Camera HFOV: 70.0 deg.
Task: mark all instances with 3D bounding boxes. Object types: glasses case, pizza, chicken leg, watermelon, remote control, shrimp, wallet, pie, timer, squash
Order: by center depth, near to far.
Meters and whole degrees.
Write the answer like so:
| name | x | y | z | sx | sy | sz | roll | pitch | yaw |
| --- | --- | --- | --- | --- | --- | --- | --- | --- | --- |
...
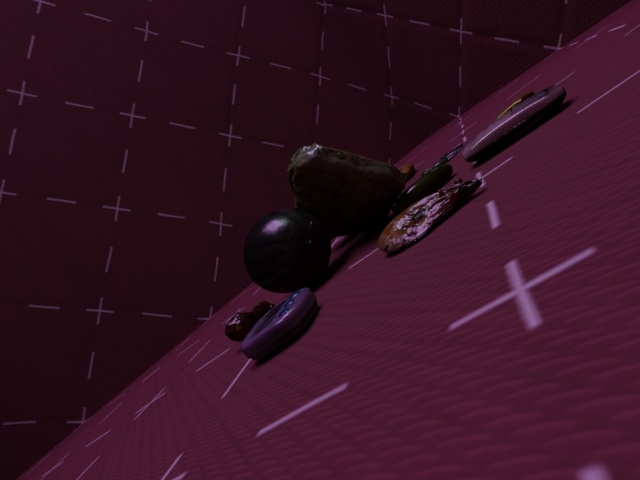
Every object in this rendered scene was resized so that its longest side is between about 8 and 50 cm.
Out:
| name | x | y | z | sx | sy | sz | roll | pitch | yaw |
| --- | --- | --- | --- | --- | --- | --- | --- | --- | --- |
| shrimp | 0.257 | -0.060 | 1.094 | 0.294 | 0.062 | 0.154 | -39 | 17 | 24 |
| timer | -0.098 | 0.204 | 1.127 | 0.190 | 0.069 | 0.208 | -37 | 6 | 19 |
| glasses case | 0.547 | -0.329 | 1.309 | 0.314 | 0.075 | 0.122 | -35 | 9 | 30 |
| squash | 0.326 | -0.166 | 1.463 | 0.258 | 0.069 | 0.069 | -40 | 5 | -9 |
| chicken leg | -0.213 | 0.254 | 1.486 | 0.113 | 0.093 | 0.304 | -19 | 2 | 15 |
| watermelon | -0.107 | 0.035 | 1.512 | 0.279 | 0.279 | 0.359 | -41 | 11 | -32 |
| pie | 0.085 | -0.168 | 1.523 | 0.418 | 0.394 | 0.181 | 101 | 174 | -68 |
| wallet | 0.657 | -0.428 | 1.546 | 0.141 | 0.067 | 0.241 | -40 | -2 | 39 |
| remote control | 0.526 | -0.352 | 2.001 | 0.091 | 0.016 | 0.034 | -40 | 10 | -16 |
| pizza | 0.361 | -0.299 | 2.367 | 0.287 | 0.075 | 0.280 | -36 | 4 | 16 |

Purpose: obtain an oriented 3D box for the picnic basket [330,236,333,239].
| name | x | y | z | sx | sy | sz | roll | pitch | yaw |
| --- | --- | --- | --- | --- | --- | --- | --- | --- | --- |
| picnic basket | 0.000 | 0.000 | 2.341 | 0.193 | 0.055 | 0.110 | -35 | 7 | 27 |

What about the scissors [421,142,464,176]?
| name | x | y | z | sx | sy | sz | roll | pitch | yaw |
| --- | --- | --- | --- | --- | --- | --- | --- | --- | --- |
| scissors | 0.499 | -0.324 | 1.873 | 0.204 | 0.027 | 0.101 | -39 | 8 | 14 |

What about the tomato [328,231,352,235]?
| name | x | y | z | sx | sy | sz | roll | pitch | yaw |
| --- | --- | --- | --- | --- | --- | --- | --- | --- | --- |
| tomato | 0.093 | -0.136 | 1.841 | 0.334 | 0.176 | 0.290 | 0 | -44 | -39 |
